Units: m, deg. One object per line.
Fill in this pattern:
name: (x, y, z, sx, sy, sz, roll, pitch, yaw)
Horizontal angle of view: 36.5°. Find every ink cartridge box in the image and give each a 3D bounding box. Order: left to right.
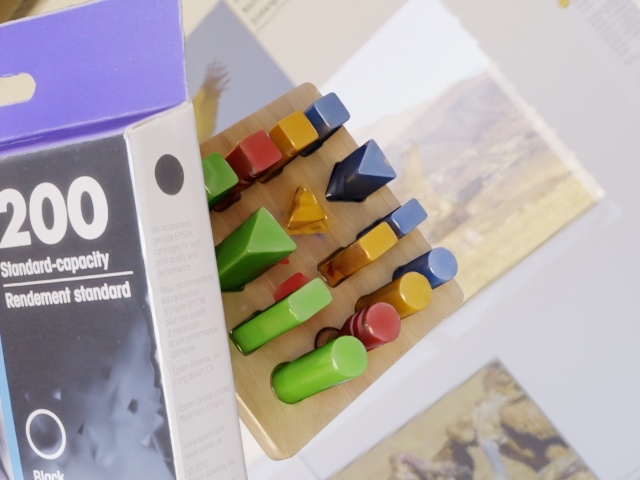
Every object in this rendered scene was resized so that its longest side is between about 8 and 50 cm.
ink cartridge box: (-0.134, 0.017, 0.386, 0.206, 0.208, 0.045, -7, 1, 29)

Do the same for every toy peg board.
toy peg board: (0.000, 0.000, 0.513, 0.160, 0.161, 0.079, -36, 1, -35)
